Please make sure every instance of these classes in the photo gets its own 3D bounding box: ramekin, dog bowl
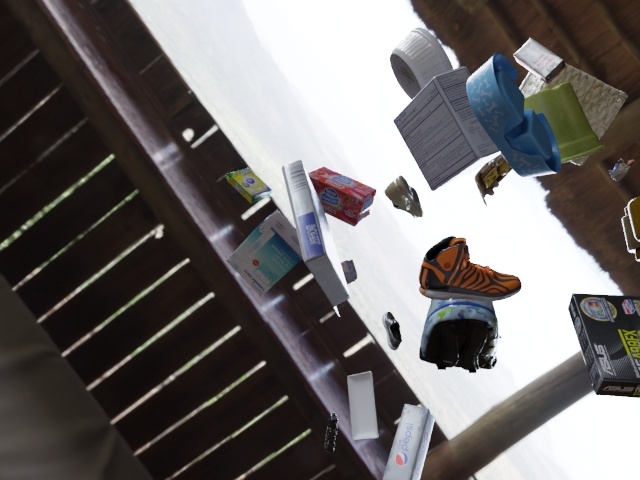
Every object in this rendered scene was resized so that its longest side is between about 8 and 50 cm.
[{"bbox_3d":[0.365,-0.627,1.881,0.273,0.127,0.273,55,0,1],"label":"ramekin"},{"bbox_3d":[0.416,-0.256,1.102,0.297,0.074,0.166,44,45,-24],"label":"dog bowl"}]

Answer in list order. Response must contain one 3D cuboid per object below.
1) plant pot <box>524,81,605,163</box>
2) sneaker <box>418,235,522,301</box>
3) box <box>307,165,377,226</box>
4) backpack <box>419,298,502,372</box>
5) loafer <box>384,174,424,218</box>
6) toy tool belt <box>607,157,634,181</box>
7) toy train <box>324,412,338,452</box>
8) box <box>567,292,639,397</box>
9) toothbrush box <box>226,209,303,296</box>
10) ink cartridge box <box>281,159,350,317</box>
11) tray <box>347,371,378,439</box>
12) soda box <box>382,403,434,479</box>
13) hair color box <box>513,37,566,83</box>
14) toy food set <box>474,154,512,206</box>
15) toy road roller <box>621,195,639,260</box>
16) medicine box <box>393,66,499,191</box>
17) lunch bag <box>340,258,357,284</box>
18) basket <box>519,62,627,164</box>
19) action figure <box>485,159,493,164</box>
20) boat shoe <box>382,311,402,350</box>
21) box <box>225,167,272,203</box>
[{"bbox_3d":[0.813,-0.403,1.795,0.276,0.276,0.254,-61,132,-83],"label":"plant pot"},{"bbox_3d":[0.456,0.081,1.529,0.124,0.320,0.180,-122,-147,-72],"label":"sneaker"},{"bbox_3d":[0.066,-0.171,1.932,0.256,0.123,0.128,27,35,25],"label":"box"},{"bbox_3d":[0.486,0.297,1.787,0.355,0.290,0.274,59,37,-62],"label":"backpack"},{"bbox_3d":[0.311,-0.155,1.908,0.268,0.092,0.102,40,34,-52],"label":"loafer"},{"bbox_3d":[0.955,-0.233,1.635,0.051,0.052,0.083,46,-28,29],"label":"toy tool belt"},{"bbox_3d":[0.026,0.498,1.325,0.036,0.027,0.158,-102,-166,-52],"label":"toy train"},{"bbox_3d":[0.722,0.239,1.188,0.270,0.216,0.060,-76,166,-51],"label":"box"},{"bbox_3d":[-0.213,0.054,2.106,0.216,0.295,0.126,47,35,-3],"label":"toothbrush box"},{"bbox_3d":[0.000,0.000,1.408,0.330,0.071,0.324,60,11,-54],"label":"ink cartridge box"},{"bbox_3d":[0.187,0.711,2.204,0.030,0.145,0.271,17,59,-42],"label":"tray"},{"bbox_3d":[0.311,0.727,1.786,0.091,0.098,0.286,58,45,-41],"label":"soda box"},{"bbox_3d":[0.663,-0.544,1.550,0.043,0.072,0.141,25,27,-49],"label":"hair color box"},{"bbox_3d":[0.865,-0.322,2.426,0.092,0.306,0.219,44,2,37],"label":"toy food set"},{"bbox_3d":[1.140,-0.061,1.758,0.329,0.240,0.203,126,-37,-70],"label":"toy road roller"},{"bbox_3d":[0.409,-0.349,1.636,0.289,0.149,0.263,63,-27,6],"label":"medicine box"},{"bbox_3d":[0.094,0.119,1.887,0.053,0.071,0.083,-6,75,-45],"label":"lunch bag"},{"bbox_3d":[0.959,-0.517,2.057,0.328,0.331,0.266,26,23,-2],"label":"basket"},{"bbox_3d":[0.689,-0.387,2.121,0.285,0.185,0.099,44,45,-86],"label":"action figure"},{"bbox_3d":[0.359,0.429,2.517,0.080,0.076,0.229,20,38,-15],"label":"boat shoe"},{"bbox_3d":[-0.287,-0.226,2.026,0.179,0.043,0.105,41,44,25],"label":"box"}]
